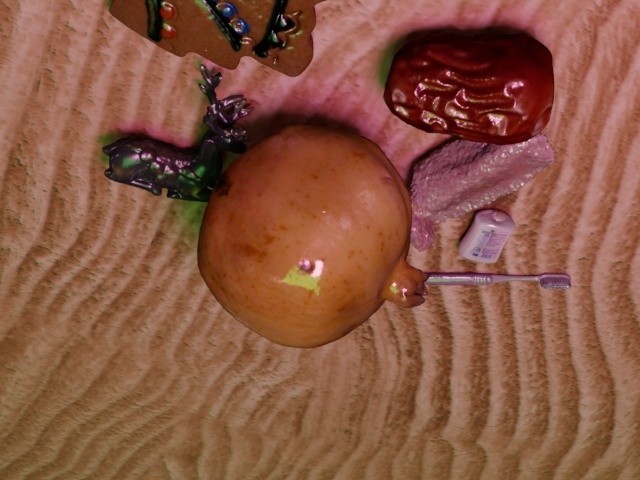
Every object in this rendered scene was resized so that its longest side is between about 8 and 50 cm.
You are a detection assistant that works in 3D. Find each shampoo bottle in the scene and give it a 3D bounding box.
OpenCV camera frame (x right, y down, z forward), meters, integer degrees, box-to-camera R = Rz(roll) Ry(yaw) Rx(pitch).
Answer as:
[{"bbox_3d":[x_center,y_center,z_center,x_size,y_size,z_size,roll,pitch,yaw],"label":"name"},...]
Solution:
[{"bbox_3d":[0.279,-0.010,1.426,0.072,0.043,0.099,11,134,-9],"label":"shampoo bottle"}]

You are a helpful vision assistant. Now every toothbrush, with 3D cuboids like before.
[{"bbox_3d":[0.268,0.072,1.519,0.354,0.029,0.024,1,122,2],"label":"toothbrush"}]

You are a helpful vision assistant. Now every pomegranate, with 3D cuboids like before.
[{"bbox_3d":[0.000,0.000,1.229,0.343,0.342,0.342,1,135,1],"label":"pomegranate"}]

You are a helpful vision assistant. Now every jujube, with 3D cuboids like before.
[{"bbox_3d":[0.204,-0.210,1.160,0.230,0.155,0.155,10,135,6],"label":"jujube"}]

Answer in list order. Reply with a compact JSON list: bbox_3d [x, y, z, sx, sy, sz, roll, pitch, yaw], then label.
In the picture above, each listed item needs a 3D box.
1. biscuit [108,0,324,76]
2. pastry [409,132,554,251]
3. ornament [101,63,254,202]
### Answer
[{"bbox_3d":[-0.134,-0.319,1.129,0.302,0.043,0.278,-9,134,11],"label":"biscuit"},{"bbox_3d":[0.225,-0.099,1.298,0.265,0.112,0.103,-34,137,24],"label":"pastry"},{"bbox_3d":[-0.201,-0.160,1.255,0.202,0.080,0.236,15,143,-19],"label":"ornament"}]
